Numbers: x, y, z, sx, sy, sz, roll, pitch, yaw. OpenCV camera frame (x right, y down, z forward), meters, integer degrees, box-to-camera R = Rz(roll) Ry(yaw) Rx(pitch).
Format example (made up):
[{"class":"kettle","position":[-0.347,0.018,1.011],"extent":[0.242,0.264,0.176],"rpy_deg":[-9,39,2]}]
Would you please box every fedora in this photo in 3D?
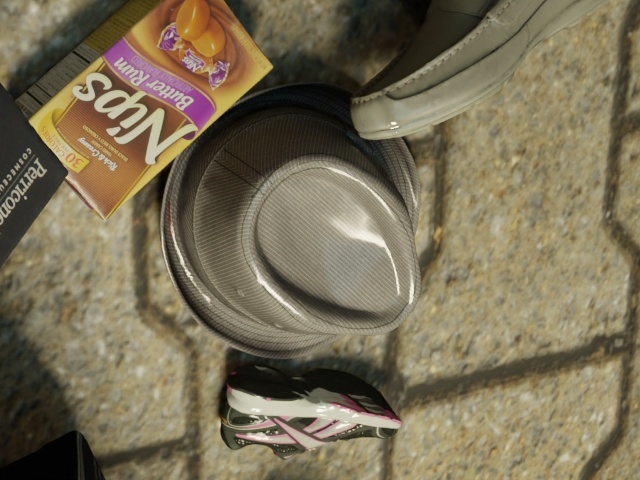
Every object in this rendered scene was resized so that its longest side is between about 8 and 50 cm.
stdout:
[{"class":"fedora","position":[0.000,0.000,1.186],"extent":[0.244,0.124,0.275],"rpy_deg":[-45,124,-7]}]

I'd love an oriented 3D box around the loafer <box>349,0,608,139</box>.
[{"class":"loafer","position":[0.135,-0.196,1.189],"extent":[0.319,0.112,0.111],"rpy_deg":[-40,112,-28]}]

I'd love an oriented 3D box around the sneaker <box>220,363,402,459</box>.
[{"class":"sneaker","position":[-0.015,0.163,1.286],"extent":[0.178,0.072,0.077],"rpy_deg":[13,114,-24]}]

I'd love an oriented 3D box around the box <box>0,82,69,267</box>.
[{"class":"box","position":[-0.372,-0.036,0.838],"extent":[0.312,0.179,0.343],"rpy_deg":[58,42,-31]}]

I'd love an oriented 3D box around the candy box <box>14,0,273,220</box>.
[{"class":"candy box","position":[-0.141,-0.119,1.105],"extent":[0.186,0.053,0.109],"rpy_deg":[-43,124,-7]}]

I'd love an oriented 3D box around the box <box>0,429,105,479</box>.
[{"class":"box","position":[-0.233,0.398,1.066],"extent":[0.293,0.212,0.395],"rpy_deg":[-24,100,-7]}]
